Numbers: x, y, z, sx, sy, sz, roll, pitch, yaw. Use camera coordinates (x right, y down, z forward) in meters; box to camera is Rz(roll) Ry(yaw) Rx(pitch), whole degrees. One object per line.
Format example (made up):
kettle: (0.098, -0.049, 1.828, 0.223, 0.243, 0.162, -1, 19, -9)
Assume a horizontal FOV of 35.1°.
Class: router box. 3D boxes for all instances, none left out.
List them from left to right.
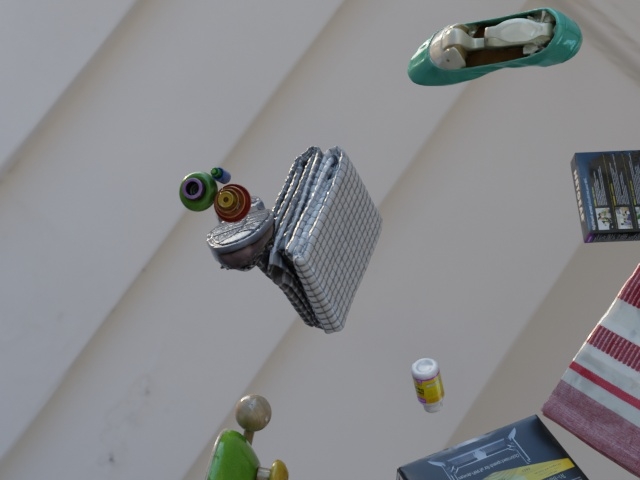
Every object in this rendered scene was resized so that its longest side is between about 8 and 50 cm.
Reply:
router box: (0.327, 0.470, 1.834, 0.243, 0.308, 0.081, -125, -154, -45)
router box: (0.562, -0.086, 1.945, 0.133, 0.179, 0.046, -2, -25, -1)

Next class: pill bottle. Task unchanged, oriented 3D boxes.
pill bottle: (0.166, 0.224, 1.547, 0.043, 0.043, 0.083, 24, -41, 46)

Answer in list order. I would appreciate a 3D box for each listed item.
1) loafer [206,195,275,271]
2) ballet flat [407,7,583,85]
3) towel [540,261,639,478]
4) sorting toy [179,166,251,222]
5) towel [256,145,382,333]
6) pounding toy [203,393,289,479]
loafer: (-0.113, 0.003, 1.590, 0.302, 0.109, 0.095, -106, 178, -76)
ballet flat: (0.216, -0.262, 1.332, 0.247, 0.083, 0.087, -5, -17, 29)
towel: (0.498, 0.173, 1.473, 0.237, 0.329, 0.037, 32, -3, 46)
sorting toy: (-0.132, -0.060, 1.238, 0.102, 0.061, 0.042, 18, -3, 17)
towel: (0.000, 0.000, 1.866, 0.121, 0.284, 0.235, 3, -36, 28)
pounding toy: (-0.087, 0.337, 1.360, 0.110, 0.183, 0.237, 9, 27, 6)
